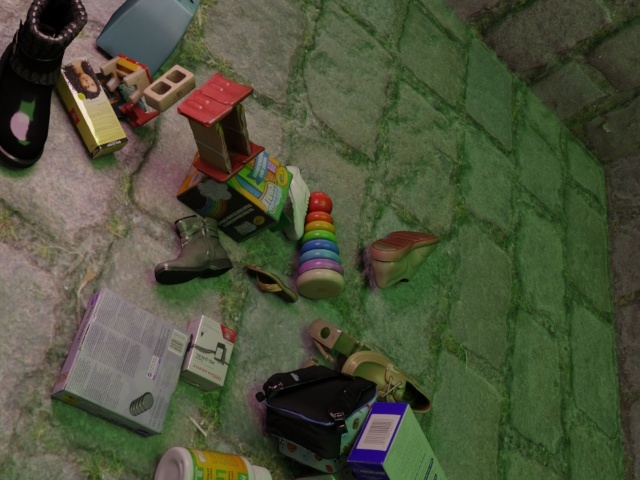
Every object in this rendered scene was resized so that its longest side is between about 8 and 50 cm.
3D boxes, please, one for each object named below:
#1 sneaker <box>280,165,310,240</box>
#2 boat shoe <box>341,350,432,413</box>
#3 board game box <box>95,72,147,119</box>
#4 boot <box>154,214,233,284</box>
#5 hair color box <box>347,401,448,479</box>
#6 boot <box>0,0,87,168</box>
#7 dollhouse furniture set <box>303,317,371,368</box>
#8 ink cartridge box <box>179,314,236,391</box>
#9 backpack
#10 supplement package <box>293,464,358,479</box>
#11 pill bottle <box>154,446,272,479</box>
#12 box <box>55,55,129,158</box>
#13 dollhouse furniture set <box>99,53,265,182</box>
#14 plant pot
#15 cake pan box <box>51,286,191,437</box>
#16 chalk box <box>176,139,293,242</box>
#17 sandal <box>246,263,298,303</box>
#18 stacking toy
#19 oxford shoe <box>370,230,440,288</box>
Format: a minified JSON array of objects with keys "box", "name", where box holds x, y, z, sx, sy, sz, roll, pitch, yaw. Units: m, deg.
[{"box":[-0.070,-0.113,2.136,0.095,0.090,0.235,2,70,-34],"name":"sneaker"},{"box":[0.200,0.413,2.101,0.341,0.110,0.122,28,92,-39],"name":"boat shoe"},{"box":[-0.541,-0.363,1.841,0.186,0.026,0.126,-27,92,-48],"name":"board game box"},{"box":[-0.338,0.019,1.833,0.246,0.083,0.161,-7,69,-52],"name":"boot"},{"box":[0.202,0.578,1.783,0.339,0.110,0.185,62,41,-26],"name":"hair color box"},{"box":[-0.618,-0.356,1.584,0.131,0.260,0.348,12,62,-41],"name":"boot"},{"box":[0.026,0.328,2.058,0.161,0.101,0.182,-58,141,-5],"name":"dollhouse furniture set"},{"box":[-0.277,0.275,1.766,0.109,0.063,0.150,33,50,-30],"name":"ink cartridge box"},{"box":[0.020,0.442,1.844,0.263,0.276,0.213,-25,122,-46],"name":"backpack"},{"box":[0.073,0.663,1.863,0.203,0.149,0.194,-11,80,-47],"name":"supplement package"},{"box":[-0.232,0.543,1.624,0.245,0.136,0.136,22,57,-37],"name":"pill bottle"},{"box":[-0.553,-0.319,1.744,0.087,0.058,0.232,-29,94,-41],"name":"box"},{"box":[-0.335,-0.321,1.783,0.374,0.201,0.152,29,59,24],"name":"dollhouse furniture set"},{"box":[-0.427,-0.567,1.882,0.165,0.234,0.166,38,39,-26],"name":"plant pot"},{"box":[-0.430,0.266,1.615,0.245,0.070,0.267,35,49,-31],"name":"cake pan box"},{"box":[-0.201,-0.128,1.957,0.289,0.180,0.179,38,48,-28],"name":"chalk box"},{"box":[-0.135,0.126,1.990,0.180,0.072,0.049,44,67,-27],"name":"sandal"},{"box":[0.000,0.000,2.140,0.141,0.141,0.330,26,49,-35],"name":"stacking toy"},{"box":[0.276,0.057,2.413,0.397,0.140,0.146,-16,113,-52],"name":"oxford shoe"}]
